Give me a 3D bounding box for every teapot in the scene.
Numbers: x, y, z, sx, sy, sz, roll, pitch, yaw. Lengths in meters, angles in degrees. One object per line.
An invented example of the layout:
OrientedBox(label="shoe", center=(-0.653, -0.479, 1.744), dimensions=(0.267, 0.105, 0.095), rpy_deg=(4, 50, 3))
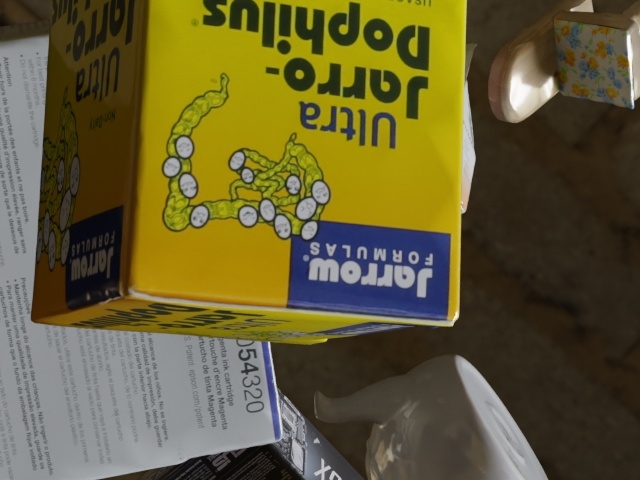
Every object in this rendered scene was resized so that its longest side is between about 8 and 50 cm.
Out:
OrientedBox(label="teapot", center=(0.140, 0.271, 1.927), dimensions=(0.256, 0.187, 0.252), rpy_deg=(60, 11, 27))

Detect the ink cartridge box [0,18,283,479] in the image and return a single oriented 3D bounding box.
OrientedBox(label="ink cartridge box", center=(-0.211, 0.016, 1.169), dimensions=(0.071, 0.330, 0.324), rpy_deg=(-127, -151, -70))

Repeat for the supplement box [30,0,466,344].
OrientedBox(label="supplement box", center=(-0.042, -0.126, 0.972), dimensions=(0.195, 0.356, 0.194), rpy_deg=(6, -9, -24))

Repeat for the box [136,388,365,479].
OrientedBox(label="box", center=(-0.076, 0.291, 1.322), dimensions=(0.242, 0.307, 0.076), rpy_deg=(47, 21, -7))

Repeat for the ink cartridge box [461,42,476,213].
OrientedBox(label="ink cartridge box", center=(0.044, -0.072, 1.252), dimensions=(0.179, 0.145, 0.045), rpy_deg=(-71, 144, -53))

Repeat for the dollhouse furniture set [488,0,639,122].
OrientedBox(label="dollhouse furniture set", center=(0.260, -0.215, 1.172), dimensions=(0.362, 0.256, 0.394), rpy_deg=(14, -51, 36))
